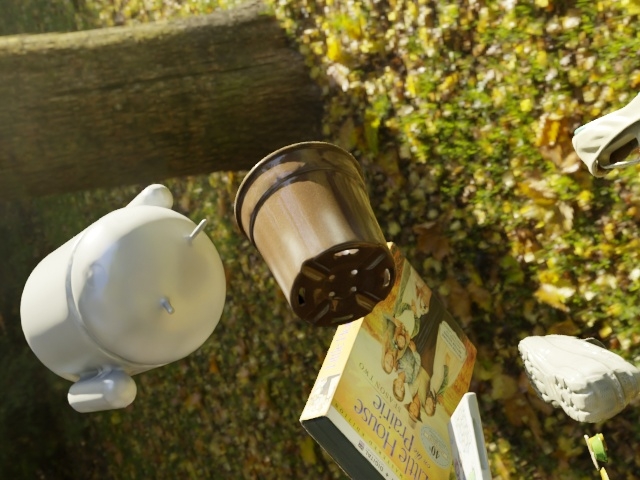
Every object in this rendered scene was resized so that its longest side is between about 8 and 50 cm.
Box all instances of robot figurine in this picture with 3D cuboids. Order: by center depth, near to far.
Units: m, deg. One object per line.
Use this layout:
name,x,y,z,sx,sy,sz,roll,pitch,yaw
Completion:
robot figurine,-0.257,0.074,1.056,0.353,0.199,0.300,-23,56,48

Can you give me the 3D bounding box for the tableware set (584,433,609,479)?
tableware set,0.380,0.322,1.043,0.104,0.024,0.154,33,-140,-75

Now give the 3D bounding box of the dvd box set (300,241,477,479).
dvd box set,0.138,0.244,1.402,0.062,0.420,0.308,-24,115,35

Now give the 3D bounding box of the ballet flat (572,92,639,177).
ballet flat,0.425,-0.149,1.047,0.086,0.086,0.248,67,154,10

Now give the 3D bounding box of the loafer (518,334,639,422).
loafer,0.398,0.204,1.264,0.319,0.111,0.112,-136,26,-82

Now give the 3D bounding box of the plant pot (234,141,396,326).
plant pot,0.000,0.000,0.936,0.165,0.166,0.167,-116,27,-46

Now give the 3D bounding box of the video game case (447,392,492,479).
video game case,0.212,0.310,1.156,0.157,0.019,0.143,92,172,-62
